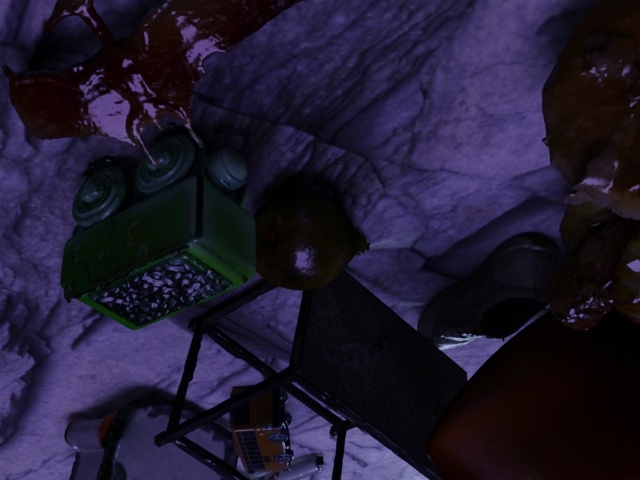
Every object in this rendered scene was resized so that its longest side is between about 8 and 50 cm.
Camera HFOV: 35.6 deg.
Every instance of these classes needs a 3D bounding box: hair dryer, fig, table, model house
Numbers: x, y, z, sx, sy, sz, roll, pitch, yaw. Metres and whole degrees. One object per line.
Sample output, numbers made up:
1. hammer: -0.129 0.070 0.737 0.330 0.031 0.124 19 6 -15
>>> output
1. hair dryer: -0.088 0.468 1.943 0.236 0.073 0.131 -28 140 17
2. fig: 0.001 0.012 1.239 0.185 0.126 0.133 24 123 -28
3. table: -0.001 0.236 1.411 0.272 0.222 0.335 -30 123 33
4. model house: -0.341 0.395 1.743 0.301 0.190 0.271 -11 151 37

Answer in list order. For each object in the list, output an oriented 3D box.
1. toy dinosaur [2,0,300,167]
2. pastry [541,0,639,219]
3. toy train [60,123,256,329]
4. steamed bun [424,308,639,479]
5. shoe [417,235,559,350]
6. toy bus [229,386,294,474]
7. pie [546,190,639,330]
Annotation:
1. toy dinosaur: -0.190 -0.172 1.001 0.207 0.113 0.327 36 123 -8
2. pastry: 0.333 -0.137 0.963 0.236 0.121 0.256 25 110 23
3. toy train: -0.185 -0.008 1.136 0.243 0.188 0.132 -23 140 27
4. steamed bun: 0.332 0.218 1.311 0.379 0.235 0.248 -29 170 -43
5. shoe: 0.234 0.099 1.406 0.103 0.098 0.275 17 141 -21
6. toy bus: -0.101 0.326 1.701 0.103 0.091 0.182 -5 144 2
7. pie: 0.509 -0.021 1.188 0.418 0.180 0.395 12 129 -26
